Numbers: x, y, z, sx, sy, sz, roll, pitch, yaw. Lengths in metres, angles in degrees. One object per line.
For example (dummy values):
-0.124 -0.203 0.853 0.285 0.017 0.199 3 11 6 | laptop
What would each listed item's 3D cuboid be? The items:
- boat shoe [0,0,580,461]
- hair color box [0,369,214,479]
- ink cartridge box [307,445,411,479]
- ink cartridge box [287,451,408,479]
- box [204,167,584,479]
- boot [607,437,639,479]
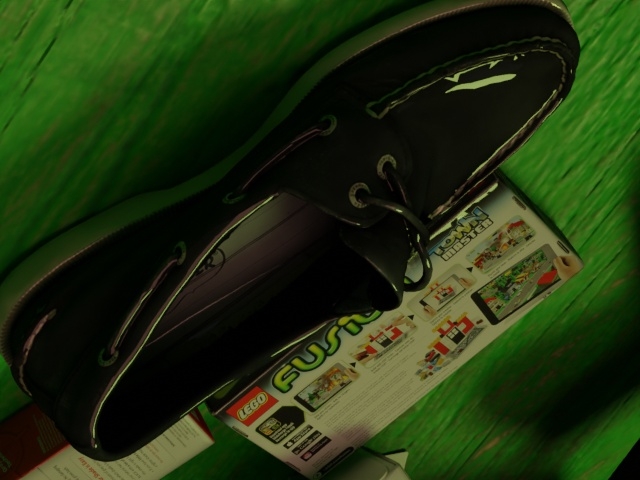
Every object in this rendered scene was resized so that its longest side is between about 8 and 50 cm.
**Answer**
-0.002 -0.002 0.984 0.340 0.113 0.127 -28 139 -4 | boat shoe
-0.137 0.120 1.076 0.141 0.043 0.072 -34 139 1 | hair color box
0.031 0.212 1.177 0.109 0.063 0.150 -42 116 -14 | ink cartridge box
0.020 0.164 1.224 0.083 0.028 0.048 -10 135 -23 | ink cartridge box
0.040 0.045 1.113 0.207 0.036 0.114 -39 138 9 | box
0.228 0.114 1.196 0.207 0.094 0.246 -51 134 -8 | boot
